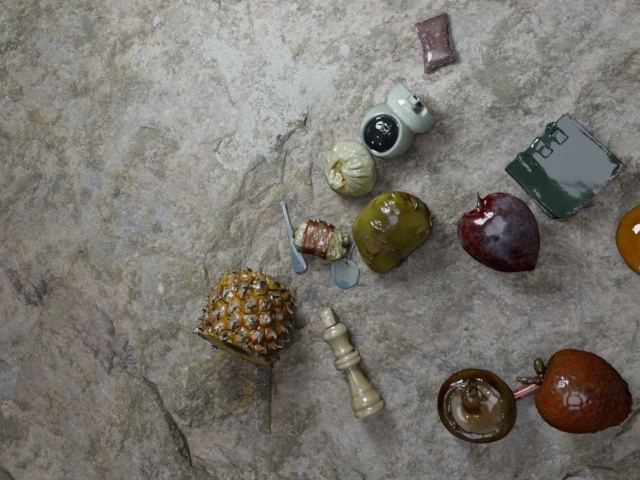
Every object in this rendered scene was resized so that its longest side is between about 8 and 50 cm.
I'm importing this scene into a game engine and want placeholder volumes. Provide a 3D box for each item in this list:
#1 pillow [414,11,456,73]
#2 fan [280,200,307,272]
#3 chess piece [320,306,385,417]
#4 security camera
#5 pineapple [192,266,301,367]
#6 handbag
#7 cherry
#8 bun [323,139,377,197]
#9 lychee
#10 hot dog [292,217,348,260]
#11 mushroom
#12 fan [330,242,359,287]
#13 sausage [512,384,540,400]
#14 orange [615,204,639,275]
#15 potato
[{"bbox_3d":[0.390,-0.673,1.575,0.118,0.043,0.185,-13,88,19],"label":"pillow"},{"bbox_3d":[-0.105,-0.017,1.759,0.057,0.023,0.282,-13,89,18],"label":"fan"},{"bbox_3d":[0.095,0.429,1.669,0.117,0.117,0.397,-28,82,16],"label":"chess piece"},{"bbox_3d":[0.244,-0.385,1.559,0.236,0.194,0.194,-41,80,19],"label":"security camera"},{"bbox_3d":[-0.252,0.265,1.644,0.352,0.352,0.300,14,72,16],"label":"pineapple"},{"bbox_3d":[0.757,-0.228,1.462,0.247,0.079,0.260,-44,79,13],"label":"handbag"},{"bbox_3d":[0.566,-0.020,1.461,0.230,0.203,0.300,-41,89,7],"label":"cherry"},{"bbox_3d":[0.089,-0.236,1.595,0.222,0.127,0.222,30,141,28],"label":"bun"},{"bbox_3d":[0.762,0.455,1.403,0.300,0.255,0.255,13,96,44],"label":"lychee"},{"bbox_3d":[0.000,0.000,1.691,0.213,0.103,0.146,22,77,6],"label":"hot dog"},{"bbox_3d":[0.512,0.541,1.520,0.253,0.153,0.253,2,95,26],"label":"mushroom"},{"bbox_3d":[0.098,0.091,1.707,0.113,0.005,0.175,18,98,16],"label":"fan"},{"bbox_3d":[0.675,0.500,1.532,0.129,0.034,0.034,-33,82,15],"label":"sausage"},{"bbox_3d":[0.989,0.001,1.349,0.240,0.171,0.240,0,87,10],"label":"orange"},{"bbox_3d":[0.225,-0.034,1.571,0.246,0.196,0.299,42,104,13],"label":"potato"}]
